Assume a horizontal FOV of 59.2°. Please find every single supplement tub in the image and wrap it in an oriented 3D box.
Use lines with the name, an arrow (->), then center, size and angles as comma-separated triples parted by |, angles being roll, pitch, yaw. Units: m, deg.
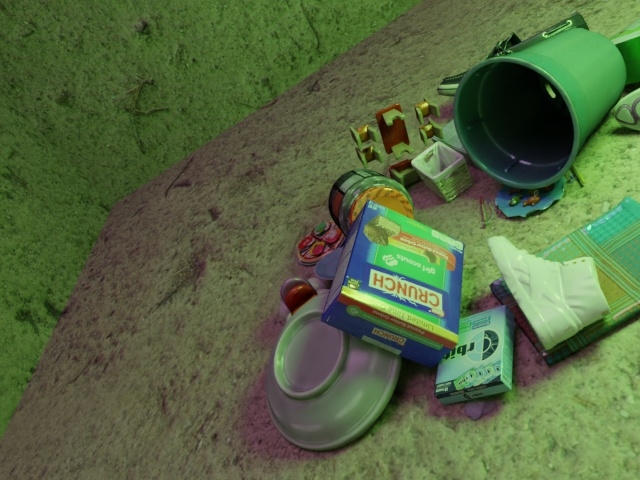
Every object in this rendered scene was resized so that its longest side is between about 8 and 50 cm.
supplement tub -> 0.139, -0.087, 1.581 | 0.207, 0.207, 0.338 | -37, 14, 3

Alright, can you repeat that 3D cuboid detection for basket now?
basket -> 0.364, -0.204, 1.677 | 0.113, 0.103, 0.167 | -37, 31, 3

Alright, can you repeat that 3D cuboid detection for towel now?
towel -> 0.560, 0.069, 1.157 | 0.370, 0.040, 0.271 | -34, 29, 8

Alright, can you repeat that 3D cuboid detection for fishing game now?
fishing game -> 0.535, -0.130, 1.456 | 0.264, 0.041, 0.189 | -23, 30, 25

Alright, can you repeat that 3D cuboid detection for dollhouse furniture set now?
dollhouse furniture set -> 0.241, -0.303, 1.773 | 0.261, 0.259, 0.135 | -22, 36, -1

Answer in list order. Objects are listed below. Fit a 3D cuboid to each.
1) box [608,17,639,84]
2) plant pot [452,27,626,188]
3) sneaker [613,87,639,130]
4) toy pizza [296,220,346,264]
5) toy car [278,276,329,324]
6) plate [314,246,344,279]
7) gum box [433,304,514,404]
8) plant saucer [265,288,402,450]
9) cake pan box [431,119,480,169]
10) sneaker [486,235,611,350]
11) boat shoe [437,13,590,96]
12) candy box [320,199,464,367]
box -> 0.879, -0.526, 1.455 | 0.231, 0.127, 0.262 | -35, 8, 4
plant pot -> 0.577, -0.362, 1.437 | 0.334, 0.341, 0.341 | -36, 26, -27
sneaker -> 0.875, -0.352, 1.357 | 0.305, 0.114, 0.152 | -16, 17, 34
toy pizza -> 0.000, 0.000, 1.861 | 0.201, 0.032, 0.201 | -27, 31, 18
toy car -> -0.054, 0.166, 1.585 | 0.159, 0.136, 0.182 | -40, 28, -2
plate -> 0.073, 0.069, 1.663 | 0.188, 0.024, 0.188 | -18, 24, 8
gum box -> 0.318, 0.235, 1.161 | 0.157, 0.041, 0.184 | -28, 29, 39
plant saucer -> -0.002, 0.276, 1.322 | 0.400, 0.100, 0.401 | -25, 47, 30
cake pan box -> 0.507, -0.349, 1.760 | 0.245, 0.070, 0.267 | -38, 30, -3
sneaker -> 0.462, 0.069, 1.140 | 0.169, 0.108, 0.293 | -31, 41, 13
boat shoe -> 0.613, -0.577, 1.811 | 0.500, 0.156, 0.186 | -12, 4, 33
candy box -> 0.174, 0.089, 1.272 | 0.317, 0.268, 0.122 | -71, 6, -45
